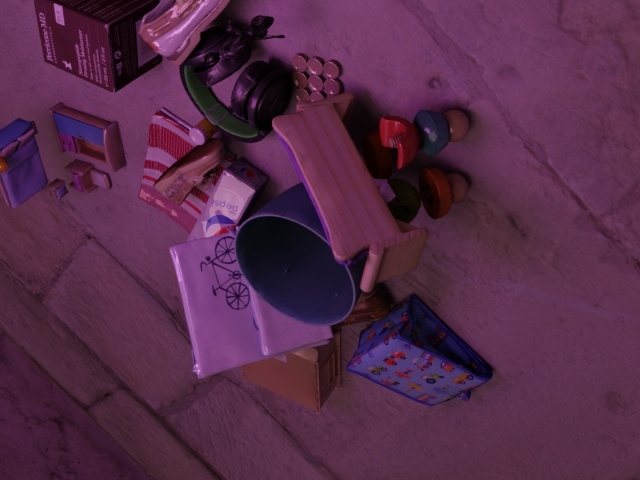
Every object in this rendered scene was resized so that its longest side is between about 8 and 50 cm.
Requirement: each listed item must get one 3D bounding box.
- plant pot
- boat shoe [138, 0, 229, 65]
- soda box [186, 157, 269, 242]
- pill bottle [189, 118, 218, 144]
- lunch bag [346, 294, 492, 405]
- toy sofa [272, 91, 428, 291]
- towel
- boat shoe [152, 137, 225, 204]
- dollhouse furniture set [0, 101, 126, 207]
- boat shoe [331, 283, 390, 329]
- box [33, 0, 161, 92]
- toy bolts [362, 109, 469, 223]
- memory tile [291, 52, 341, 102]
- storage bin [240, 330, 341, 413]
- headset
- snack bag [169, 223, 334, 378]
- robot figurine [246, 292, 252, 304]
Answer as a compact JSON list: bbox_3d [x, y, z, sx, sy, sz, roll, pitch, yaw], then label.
[{"bbox_3d":[0.000,0.000,1.603,0.293,0.235,0.293,21,136,22],"label":"plant pot"},{"bbox_3d":[-0.234,-0.469,1.388,0.103,0.113,0.302,29,119,-26],"label":"boat shoe"},{"bbox_3d":[-0.234,-0.051,1.768,0.091,0.098,0.286,33,119,1],"label":"soda box"},{"bbox_3d":[-0.259,-0.255,1.684,0.043,0.083,0.043,20,136,21],"label":"pill bottle"},{"bbox_3d":[0.252,0.303,1.783,0.293,0.138,0.221,37,137,-10],"label":"lunch bag"},{"bbox_3d":[0.041,-0.091,1.398,0.150,0.177,0.362,98,149,-60],"label":"toy sofa"},{"bbox_3d":[-0.347,-0.155,1.876,0.237,0.037,0.329,33,139,6],"label":"towel"},{"bbox_3d":[-0.295,-0.161,1.750,0.089,0.104,0.285,47,146,-17],"label":"boat shoe"},{"bbox_3d":[-0.683,-0.165,1.913,0.198,0.303,0.286,21,136,22],"label":"dollhouse furniture set"},{"bbox_3d":[0.035,0.176,1.828,0.307,0.111,0.104,-16,114,44],"label":"boat shoe"},{"bbox_3d":[-0.478,-0.456,1.604,0.203,0.167,0.168,25,137,17],"label":"box"},{"bbox_3d":[0.193,-0.172,1.424,0.228,0.158,0.218,89,160,-53],"label":"toy bolts"},{"bbox_3d":[-0.005,-0.306,1.505,0.113,0.012,0.148,17,135,25],"label":"memory tile"},{"bbox_3d":[-0.087,0.312,2.033,0.262,0.123,0.260,20,135,23],"label":"storage bin"},{"bbox_3d":[-0.180,-0.322,1.490,0.243,0.185,0.394,43,150,-4],"label":"headset"},{"bbox_3d":[-0.157,0.120,1.696,0.037,0.342,0.323,173,85,-69],"label":"snack bag"},{"bbox_3d":[-0.187,0.143,1.856,0.278,0.209,0.173,-127,28,-71],"label":"robot figurine"}]
